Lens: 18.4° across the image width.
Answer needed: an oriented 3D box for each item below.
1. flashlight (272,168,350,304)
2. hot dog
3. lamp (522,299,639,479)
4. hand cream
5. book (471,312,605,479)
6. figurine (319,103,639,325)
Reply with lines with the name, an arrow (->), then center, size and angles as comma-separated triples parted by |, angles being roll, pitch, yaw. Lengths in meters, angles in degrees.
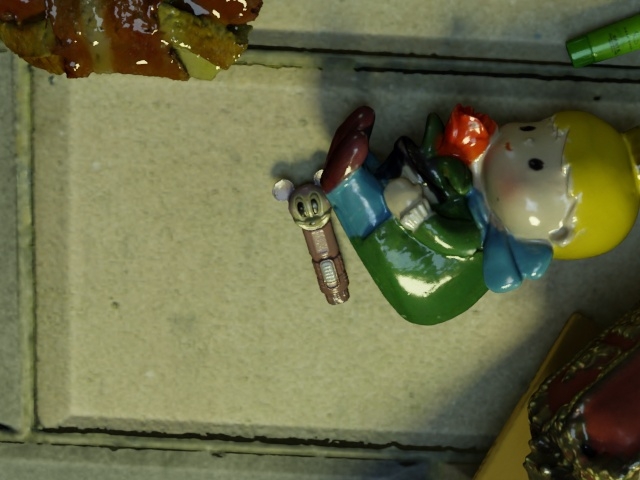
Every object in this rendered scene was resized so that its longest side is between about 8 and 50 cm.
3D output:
flashlight -> 0.000, 0.000, 1.530 | 0.052, 0.031, 0.110 | -14, 111, 7
hot dog -> -0.146, -0.179, 1.421 | 0.213, 0.103, 0.146 | -5, 113, 4
lamp -> 0.279, 0.118, 1.472 | 0.274, 0.177, 0.177 | -40, 108, -9
hand cream -> 0.242, -0.157, 1.466 | 0.122, 0.023, 0.036 | -19, 107, 5
book -> 0.208, 0.286, 1.565 | 0.269, 0.032, 0.389 | 34, 84, -11
figurine -> 0.132, -0.050, 1.468 | 0.234, 0.127, 0.185 | -27, 102, 22
